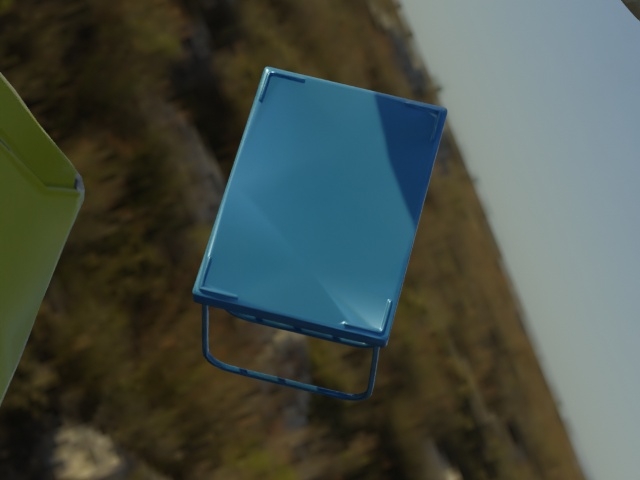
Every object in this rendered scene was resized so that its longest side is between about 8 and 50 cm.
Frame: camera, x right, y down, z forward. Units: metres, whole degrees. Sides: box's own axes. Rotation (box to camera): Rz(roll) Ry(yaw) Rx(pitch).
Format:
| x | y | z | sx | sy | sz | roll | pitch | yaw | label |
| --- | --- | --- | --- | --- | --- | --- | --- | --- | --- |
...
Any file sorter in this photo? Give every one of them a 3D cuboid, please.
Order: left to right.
| x | y | z | sx | sy | sz | roll | pitch | yaw | label |
| --- | --- | --- | --- | --- | --- | --- | --- | --- | --- |
| 0.000 | 0.000 | 1.239 | 0.104 | 0.118 | 0.170 | 95 | 10 | -59 | file sorter |

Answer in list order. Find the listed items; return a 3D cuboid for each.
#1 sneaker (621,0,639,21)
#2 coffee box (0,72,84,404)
| x | y | z | sx | sy | sz | roll | pitch | yaw | label |
| --- | --- | --- | --- | --- | --- | --- | --- | --- | --- |
| 0.281 | -0.256 | 1.840 | 0.212 | 0.080 | 0.094 | 56 | 44 | -42 | sneaker |
| -0.303 | 0.027 | 0.377 | 0.338 | 0.334 | 0.337 | 58 | 46 | -55 | coffee box |
